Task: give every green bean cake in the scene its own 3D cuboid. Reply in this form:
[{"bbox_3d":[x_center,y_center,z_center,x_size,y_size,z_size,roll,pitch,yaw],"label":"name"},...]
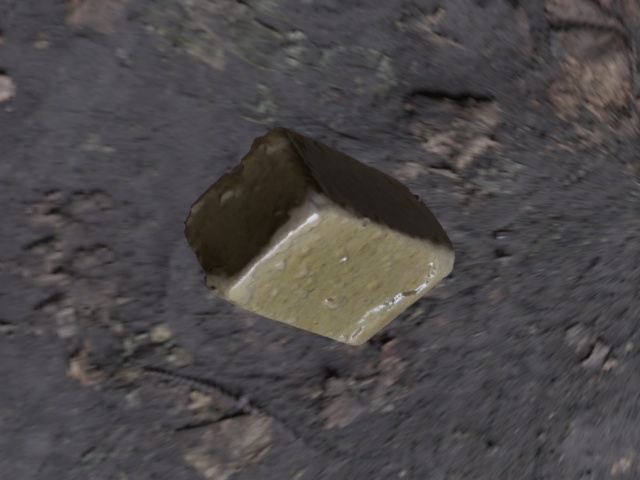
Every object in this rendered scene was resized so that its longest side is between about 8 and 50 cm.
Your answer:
[{"bbox_3d":[0.000,0.000,1.273,0.109,0.179,0.085,-44,54,21],"label":"green bean cake"}]
